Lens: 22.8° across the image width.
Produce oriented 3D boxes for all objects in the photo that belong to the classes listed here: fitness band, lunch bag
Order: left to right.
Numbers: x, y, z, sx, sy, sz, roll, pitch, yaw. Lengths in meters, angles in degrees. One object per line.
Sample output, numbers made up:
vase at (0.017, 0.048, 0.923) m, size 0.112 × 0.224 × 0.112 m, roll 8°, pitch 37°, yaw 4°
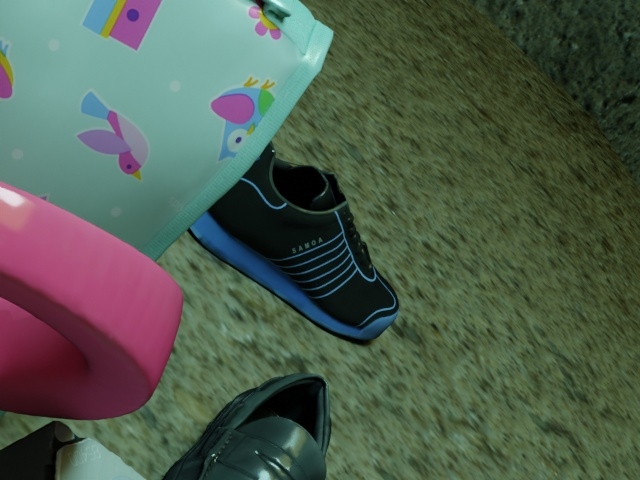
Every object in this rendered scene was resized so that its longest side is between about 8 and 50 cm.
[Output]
fitness band at (-0.188, -0.005, 0.540) m, size 0.291 × 0.054 × 0.209 m, roll 13°, pitch -24°, yaw 11°
lunch bag at (-0.155, -0.074, 0.721) m, size 0.223 × 0.262 × 0.160 m, roll 40°, pitch 19°, yaw -22°

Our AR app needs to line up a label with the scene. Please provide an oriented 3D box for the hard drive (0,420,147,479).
hard drive at (-0.011, 0.247, 0.599) m, size 0.339 × 0.064 × 0.237 m, roll 45°, pitch 24°, yaw -33°

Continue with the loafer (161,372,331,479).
loafer at (-0.038, 0.130, 0.873) m, size 0.076 × 0.078 × 0.223 m, roll 46°, pitch 17°, yaw -7°

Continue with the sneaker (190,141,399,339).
sneaker at (0.000, 0.000, 1.223) m, size 0.232 × 0.090 × 0.081 m, roll 31°, pitch 24°, yaw -42°
